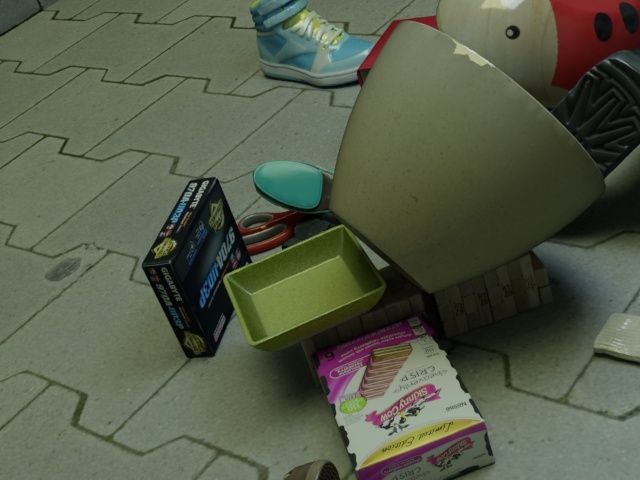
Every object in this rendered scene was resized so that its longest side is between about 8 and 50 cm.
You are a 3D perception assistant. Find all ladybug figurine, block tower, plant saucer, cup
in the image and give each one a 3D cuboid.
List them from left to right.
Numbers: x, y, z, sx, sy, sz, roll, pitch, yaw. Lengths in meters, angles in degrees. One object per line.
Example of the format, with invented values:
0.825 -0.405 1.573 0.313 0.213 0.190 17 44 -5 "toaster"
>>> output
-0.019 0.070 1.413 0.188 0.045 0.188 -23 30 -5 "plant saucer"
0.132 0.082 1.441 0.336 0.091 0.097 -20 31 -3 "block tower"
0.149 -0.074 1.337 0.237 0.331 0.331 -50 37 -1 "cup"
0.385 -0.362 1.739 0.449 0.162 0.305 -18 64 -41 "ladybug figurine"

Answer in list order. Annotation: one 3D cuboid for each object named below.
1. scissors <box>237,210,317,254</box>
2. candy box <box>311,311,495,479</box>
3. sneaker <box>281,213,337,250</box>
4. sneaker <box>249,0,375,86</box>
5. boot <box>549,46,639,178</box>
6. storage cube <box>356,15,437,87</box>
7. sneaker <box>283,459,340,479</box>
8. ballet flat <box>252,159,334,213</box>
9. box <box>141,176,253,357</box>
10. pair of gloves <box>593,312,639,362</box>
-0.005 -0.046 1.777 0.297 0.021 0.109 -18 30 0 "scissors"
0.094 0.199 1.304 0.159 0.071 0.233 -21 33 -3 "candy box"
0.001 0.002 1.662 0.089 0.051 0.170 -37 27 -22 "sneaker"
-0.024 -0.434 2.189 0.319 0.208 0.127 10 41 37 "sneaker"
0.480 -0.204 1.602 0.445 0.146 0.367 -31 -6 -39 "boot"
0.201 -0.266 1.844 0.215 0.183 0.193 -2 35 27 "storage cube"
-0.035 0.327 1.203 0.071 0.066 0.188 -19 22 32 "sneaker"
0.013 -0.075 1.730 0.247 0.087 0.083 8 79 13 "ballet flat"
-0.177 0.037 1.592 0.051 0.175 0.220 -7 34 20 "box"
0.471 0.081 1.311 0.204 0.042 0.240 16 47 43 "pair of gloves"
